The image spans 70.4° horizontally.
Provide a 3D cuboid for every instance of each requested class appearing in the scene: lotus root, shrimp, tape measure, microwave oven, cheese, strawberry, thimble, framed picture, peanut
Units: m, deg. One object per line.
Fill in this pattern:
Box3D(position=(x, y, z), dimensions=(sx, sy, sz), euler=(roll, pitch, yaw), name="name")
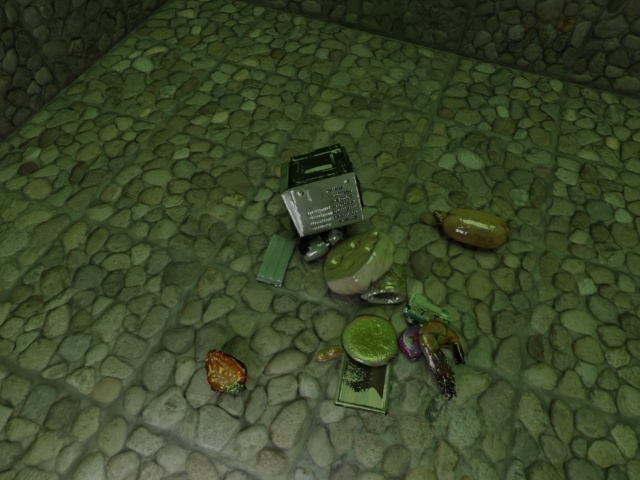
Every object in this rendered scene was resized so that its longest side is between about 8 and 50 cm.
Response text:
Box3D(position=(0.664, -0.059, 2.020), dimensions=(0.343, 0.151, 0.169), euler=(15, 41, 13), name="lotus root")
Box3D(position=(0.467, 0.432, 1.689), dimensions=(0.178, 0.075, 0.289), euler=(-16, 72, -28), name="shrimp")
Box3D(position=(0.361, 0.394, 1.737), dimensions=(0.118, 0.074, 0.125), euler=(-11, 61, -16), name="tape measure")
Box3D(position=(-0.003, -0.229, 1.932), dimensions=(0.333, 0.247, 0.394), euler=(-16, 26, 3), name="microwave oven")
Box3D(position=(0.151, 0.078, 1.831), dimensions=(0.318, 0.115, 0.326), euler=(-42, 26, 4), name="cheese")
Box3D(position=(-0.339, 0.486, 1.640), dimensions=(0.192, 0.085, 0.140), euler=(14, 63, 14), name="strawberry")
Box3D(position=(0.257, 0.175, 1.850), dimensions=(0.191, 0.137, 0.143), euler=(-6, 56, 11), name="thimble")
Box3D(position=(0.165, 0.504, 1.688), dimensions=(0.197, 0.014, 0.252), euler=(10, 55, 4), name="framed picture")
Box3D(position=(0.034, 0.427, 1.714), dimensions=(0.113, 0.054, 0.053), euler=(-16, 57, -17), name="peanut")

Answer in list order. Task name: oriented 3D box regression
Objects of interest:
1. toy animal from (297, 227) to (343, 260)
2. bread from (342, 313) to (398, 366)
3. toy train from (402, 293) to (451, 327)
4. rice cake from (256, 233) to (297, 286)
Box3D(position=(0.000, 0.000, 1.942), dimensions=(0.225, 0.094, 0.121), euler=(-31, 63, 9), name="toy animal")
Box3D(position=(0.196, 0.378, 1.753), dimensions=(0.229, 0.033, 0.228), euler=(2, 47, -3), name="bread")
Box3D(position=(0.428, 0.294, 1.804), dimensions=(0.194, 0.080, 0.125), euler=(24, 45, 8), name="toy train")
Box3D(position=(-0.189, 0.081, 1.951), dimensions=(0.127, 0.043, 0.237), euler=(15, 55, 8), name="rice cake")
